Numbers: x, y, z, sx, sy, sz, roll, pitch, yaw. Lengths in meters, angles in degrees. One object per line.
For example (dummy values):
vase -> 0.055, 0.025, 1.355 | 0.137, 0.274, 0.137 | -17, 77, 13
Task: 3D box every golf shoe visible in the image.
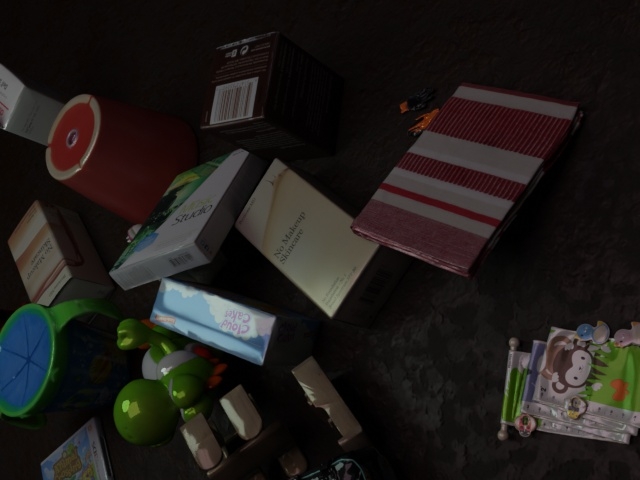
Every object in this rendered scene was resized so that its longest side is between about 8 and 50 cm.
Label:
golf shoe -> -0.301, 0.025, 1.592 | 0.140, 0.115, 0.306 | -43, 43, -14

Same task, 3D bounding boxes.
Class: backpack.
backpack -> 0.051, 0.420, 1.124 | 0.166, 0.144, 0.188 | -32, 68, 24

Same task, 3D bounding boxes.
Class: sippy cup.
sippy cup -> -0.540, 0.266, 1.613 | 0.305, 0.224, 0.240 | -19, 65, 34

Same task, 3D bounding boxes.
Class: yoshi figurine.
yoshi figurine -> -0.292, 0.253, 1.339 | 0.203, 0.203, 0.362 | -63, 18, -2

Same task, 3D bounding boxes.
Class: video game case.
video game case -> -0.534, 0.526, 1.657 | 0.212, 0.023, 0.193 | -41, 54, 22

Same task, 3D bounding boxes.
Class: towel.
towel -> 0.223, -0.104, 1.162 | 0.237, 0.037, 0.329 | 24, 69, 42

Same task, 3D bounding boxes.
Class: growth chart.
growth chart -> 0.358, 0.195, 1.034 | 0.237, 0.021, 0.172 | -6, 71, 37

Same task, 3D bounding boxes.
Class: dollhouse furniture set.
dollhouse furniture set -> -0.057, 0.332, 1.210 | 0.242, 0.212, 0.161 | -36, 52, -5

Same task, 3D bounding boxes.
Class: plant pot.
plant pot -> -0.450, -0.190, 1.675 | 0.275, 0.243, 0.275 | -14, 68, 37

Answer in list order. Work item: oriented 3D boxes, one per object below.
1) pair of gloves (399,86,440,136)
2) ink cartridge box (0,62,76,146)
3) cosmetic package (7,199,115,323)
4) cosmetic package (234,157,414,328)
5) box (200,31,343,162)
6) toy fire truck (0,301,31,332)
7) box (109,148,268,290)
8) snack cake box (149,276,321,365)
pair of gloves -> 0.176, -0.226, 1.325 | 0.074, 0.010, 0.083 | -30, 56, 30
ink cartridge box -> -0.687, -0.317, 1.836 | 0.207, 0.353, 0.119 | 35, 99, 40
cosmetic package -> -0.629, 0.058, 1.818 | 0.153, 0.129, 0.296 | -51, 51, 13
cosmetic package -> 0.000, 0.000, 1.331 | 0.309, 0.113, 0.160 | 39, 101, 39
box -> -0.089, -0.261, 1.426 | 0.168, 0.203, 0.167 | -2, 74, 39
toy fire truck -> -0.699, 0.217, 1.744 | 0.158, 0.246, 0.217 | -49, 51, 17
box -> -0.251, -0.052, 1.479 | 0.232, 0.058, 0.322 | -18, 31, 32
snack cake box -> -0.154, 0.145, 1.353 | 0.264, 0.152, 0.089 | 15, 88, 31
